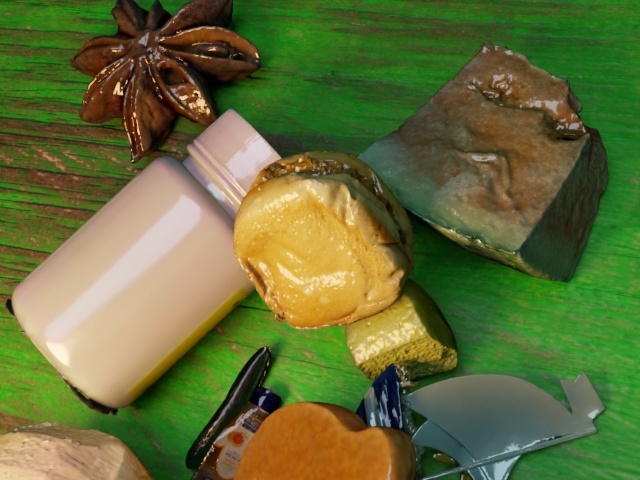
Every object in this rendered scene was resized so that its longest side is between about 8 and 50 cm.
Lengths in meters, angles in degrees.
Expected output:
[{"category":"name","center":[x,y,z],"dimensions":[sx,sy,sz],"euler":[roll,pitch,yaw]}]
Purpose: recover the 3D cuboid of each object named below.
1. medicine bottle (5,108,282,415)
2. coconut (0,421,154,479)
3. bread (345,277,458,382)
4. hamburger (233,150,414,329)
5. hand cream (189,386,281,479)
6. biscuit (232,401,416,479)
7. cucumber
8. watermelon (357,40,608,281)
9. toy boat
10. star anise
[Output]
[{"category":"medicine bottle","center":[-0.195,0.022,1.246],"dimensions":[0.379,0.213,0.213],"euler":[-43,62,-2]},{"category":"coconut","center":[-0.303,0.357,1.098],"dimensions":[0.254,0.297,0.297],"euler":[5,69,31]},{"category":"bread","center":[0.097,0.110,1.166],"dimensions":[0.114,0.129,0.111],"euler":[-28,46,11]},{"category":"hamburger","center":[0.001,-0.001,1.098],"dimensions":[0.214,0.213,0.108],"euler":[0,29,18]},{"category":"hand cream","center":[-0.104,0.260,1.212],"dimensions":[0.062,0.039,0.163],"euler":[33,78,-8]},{"category":"biscuit","center":[-0.016,0.363,1.028],"dimensions":[0.365,0.062,0.385],"euler":[-9,63,57]},{"category":"cucumber","center":[-0.115,0.216,1.240],"dimensions":[0.036,0.033,0.184],"euler":[34,81,2]},{"category":"watermelon","center":[0.220,-0.074,1.205],"dimensions":[0.264,0.151,0.302],"euler":[32,63,30]},{"category":"toy boat","center":[0.184,0.225,1.105],"dimensions":[0.291,0.067,0.220],"euler":[-18,84,4]},{"category":"star anise","center":[-0.240,-0.273,1.449],"dimensions":[0.315,0.108,0.315],"euler":[-8,63,17]}]
